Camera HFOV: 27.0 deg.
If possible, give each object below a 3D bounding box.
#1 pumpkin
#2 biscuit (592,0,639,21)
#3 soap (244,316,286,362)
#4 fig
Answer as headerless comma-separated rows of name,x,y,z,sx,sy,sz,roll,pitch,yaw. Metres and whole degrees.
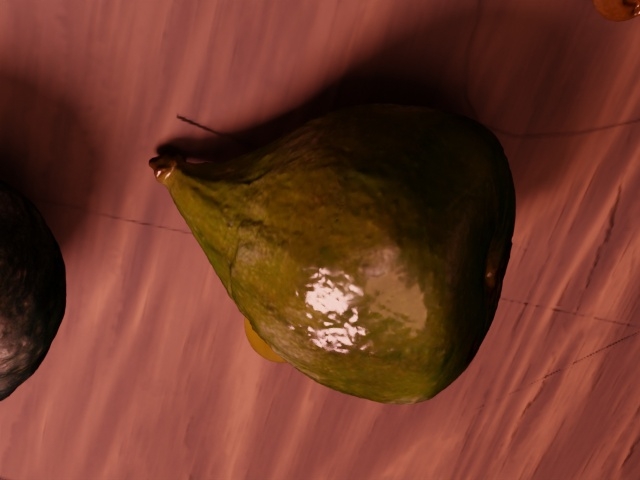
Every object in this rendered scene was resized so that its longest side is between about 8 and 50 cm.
pumpkin,-0.267,0.037,0.839,0.211,0.152,0.212,-4,135,-4
biscuit,0.262,-0.185,0.854,0.179,0.039,0.236,-33,133,14
soap,0.012,0.050,0.996,0.140,0.045,0.089,-9,130,-6
fig,0.000,0.000,0.885,0.235,0.203,0.203,9,136,17
